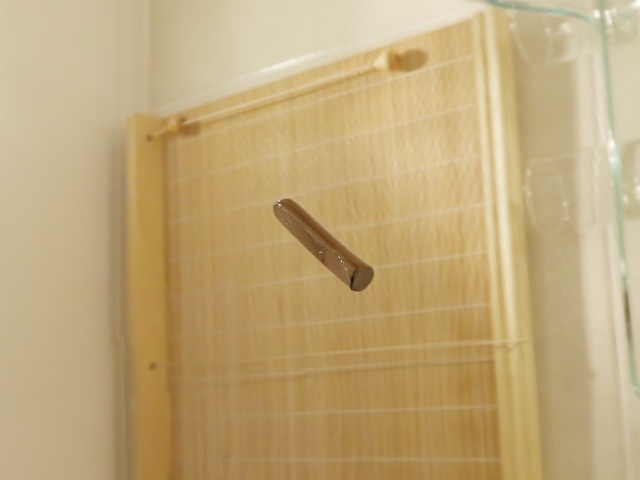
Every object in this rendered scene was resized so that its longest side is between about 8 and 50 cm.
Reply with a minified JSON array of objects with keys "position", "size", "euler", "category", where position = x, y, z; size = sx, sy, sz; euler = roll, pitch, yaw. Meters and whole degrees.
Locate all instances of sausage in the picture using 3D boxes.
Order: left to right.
[{"position":[0.000,0.000,0.833],"size":[0.026,0.116,0.026],"euler":[-25,-43,-26],"category":"sausage"}]
